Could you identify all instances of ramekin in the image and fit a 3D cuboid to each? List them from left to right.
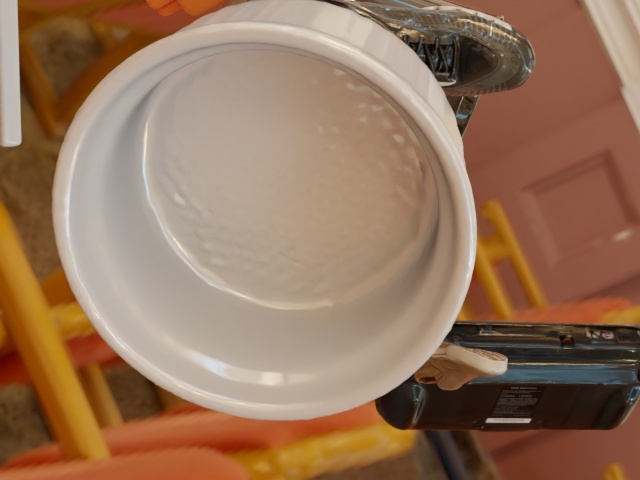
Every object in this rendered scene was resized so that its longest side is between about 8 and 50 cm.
[{"bbox_3d":[-0.029,-0.030,1.065,0.277,0.277,0.135,60,20,-16],"label":"ramekin"}]

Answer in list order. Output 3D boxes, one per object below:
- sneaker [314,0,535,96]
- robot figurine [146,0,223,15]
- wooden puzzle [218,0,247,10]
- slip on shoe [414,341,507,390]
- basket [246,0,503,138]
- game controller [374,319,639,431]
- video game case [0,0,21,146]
[{"bbox_3d":[0.058,-0.155,1.297,0.106,0.234,0.078,-64,165,-66],"label":"sneaker"},{"bbox_3d":[-0.146,-0.392,2.155,0.158,0.219,0.128,55,9,-41],"label":"robot figurine"},{"bbox_3d":[-0.063,-0.155,2.206,0.322,0.348,0.080,31,-25,5],"label":"wooden puzzle"},{"bbox_3d":[0.119,0.112,1.383,0.051,0.135,0.041,12,88,-28],"label":"slip on shoe"},{"bbox_3d":[0.043,-0.183,1.514,0.226,0.154,0.204,22,3,7],"label":"basket"},{"bbox_3d":[0.223,0.155,1.761,0.166,0.319,0.067,112,-25,-50],"label":"game controller"},{"bbox_3d":[-0.379,-0.229,1.691,0.026,0.206,0.227,-9,108,-35],"label":"video game case"}]
